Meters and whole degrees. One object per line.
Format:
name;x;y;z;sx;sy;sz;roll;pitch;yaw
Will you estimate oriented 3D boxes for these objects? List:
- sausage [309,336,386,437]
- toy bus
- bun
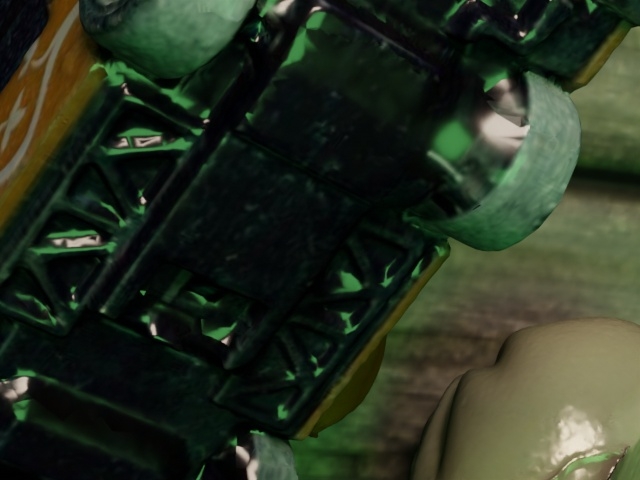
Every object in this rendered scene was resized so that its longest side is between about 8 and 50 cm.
sausage;0.000;0.000;0.720;0.062;0.054;0.183;0;116;9
toy bus;-0.065;-0.016;0.573;0.162;0.194;0.323;27;109;-32
bun;0.101;0.114;0.773;0.173;0.120;0.172;-35;136;-43
